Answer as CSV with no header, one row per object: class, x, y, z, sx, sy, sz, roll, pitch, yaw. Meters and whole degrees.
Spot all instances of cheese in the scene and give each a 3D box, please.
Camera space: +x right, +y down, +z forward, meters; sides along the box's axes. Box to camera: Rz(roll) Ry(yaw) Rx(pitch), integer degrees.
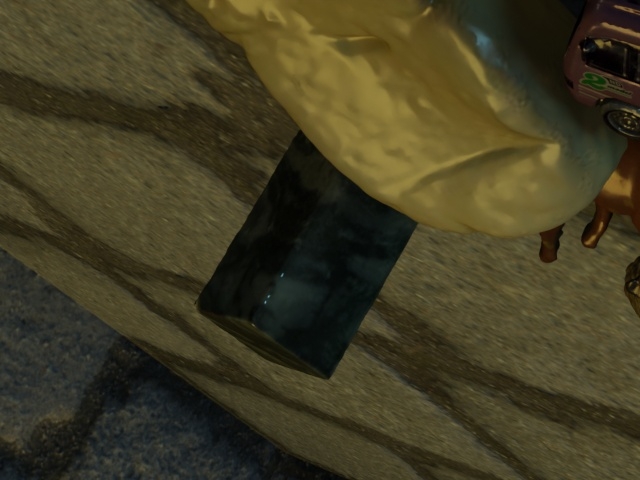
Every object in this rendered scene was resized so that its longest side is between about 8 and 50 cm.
cheese,0.042,-0.110,0.797,0.263,0.093,0.159,48,146,-20

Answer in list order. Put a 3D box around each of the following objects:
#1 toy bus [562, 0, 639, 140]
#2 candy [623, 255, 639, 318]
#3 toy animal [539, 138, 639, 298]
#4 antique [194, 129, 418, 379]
toy bus,0.198,-0.085,0.678,0.178,0.087,0.098,21,162,22
candy,0.251,0.038,1.027,0.095,0.085,0.110,40,176,-5
toy animal,0.131,-0.068,0.905,0.224,0.066,0.229,16,149,28
antique,0.000,0.000,1.162,0.086,0.183,0.088,38,165,-32
